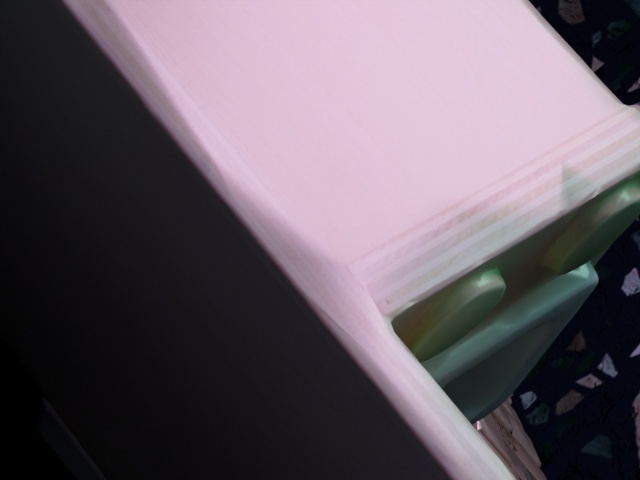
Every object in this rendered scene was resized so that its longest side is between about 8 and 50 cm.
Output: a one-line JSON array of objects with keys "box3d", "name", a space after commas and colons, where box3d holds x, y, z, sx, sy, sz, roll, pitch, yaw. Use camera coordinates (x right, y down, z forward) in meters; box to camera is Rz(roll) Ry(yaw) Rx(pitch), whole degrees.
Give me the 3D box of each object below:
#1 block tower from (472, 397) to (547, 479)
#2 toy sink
[{"box3d": [0.006, 0.030, 0.786, 0.097, 0.091, 0.335, 51, 13, -45], "name": "block tower"}, {"box3d": [0.000, 0.000, 0.573, 0.234, 0.131, 0.153, 50, -34, 17], "name": "toy sink"}]
